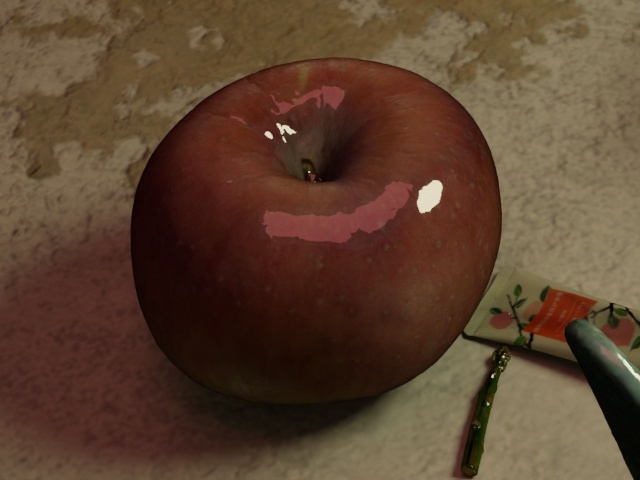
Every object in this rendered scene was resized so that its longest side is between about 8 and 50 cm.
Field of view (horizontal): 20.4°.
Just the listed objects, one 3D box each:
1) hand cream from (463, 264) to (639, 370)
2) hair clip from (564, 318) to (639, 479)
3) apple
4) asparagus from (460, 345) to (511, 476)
[{"bbox_3d":[0.231,0.077,1.448,0.234,0.050,0.080,17,56,32],"label":"hand cream"},{"bbox_3d":[0.236,0.283,1.104,0.238,0.392,0.318,-45,52,4],"label":"hair clip"},{"bbox_3d":[0.000,0.000,1.432,0.305,0.235,0.306,-4,49,4],"label":"apple"},{"bbox_3d":[0.133,0.135,1.429,0.018,0.015,0.127,13,51,10],"label":"asparagus"}]
